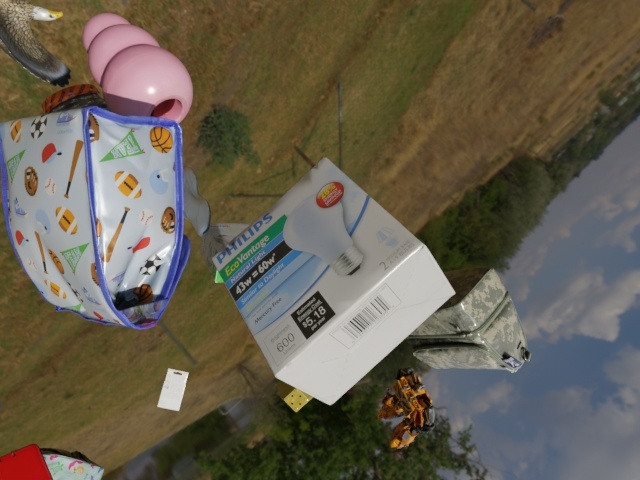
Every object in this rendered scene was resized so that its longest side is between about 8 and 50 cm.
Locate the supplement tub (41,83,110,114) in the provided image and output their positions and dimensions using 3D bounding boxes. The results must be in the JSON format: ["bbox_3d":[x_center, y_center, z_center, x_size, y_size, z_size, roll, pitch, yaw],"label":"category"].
[{"bbox_3d":[-0.655,-0.269,1.355,0.207,0.338,0.207,-26,-171,4],"label":"supplement tub"}]

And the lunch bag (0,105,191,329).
[{"bbox_3d":[-0.433,-0.037,0.887,0.238,0.327,0.386,-8,99,-55],"label":"lunch bag"}]

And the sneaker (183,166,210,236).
[{"bbox_3d":[-0.470,-0.126,1.594,0.129,0.297,0.111,-14,147,-32],"label":"sneaker"}]

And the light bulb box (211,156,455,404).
[{"bbox_3d":[0.015,0.075,0.978,0.358,0.361,0.225,-42,137,0],"label":"light bulb box"}]

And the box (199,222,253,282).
[{"bbox_3d":[-0.287,0.040,1.689,0.261,0.231,0.127,-1,120,-29],"label":"box"}]

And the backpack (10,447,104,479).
[{"bbox_3d":[-0.754,0.682,1.283,0.253,0.191,0.225,-18,136,25],"label":"backpack"}]

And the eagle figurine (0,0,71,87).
[{"bbox_3d":[-0.784,-0.558,1.186,0.226,0.224,0.299,-78,174,-61],"label":"eagle figurine"}]

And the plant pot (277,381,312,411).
[{"bbox_3d":[-0.063,0.411,1.231,0.081,0.081,0.083,-43,-175,3],"label":"plant pot"}]

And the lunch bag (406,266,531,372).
[{"bbox_3d":[0.381,0.234,1.245,0.212,0.256,0.305,-40,-170,-35],"label":"lunch bag"}]

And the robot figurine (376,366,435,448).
[{"bbox_3d":[0.272,0.546,1.476,0.084,0.211,0.291,-9,137,-21],"label":"robot figurine"}]

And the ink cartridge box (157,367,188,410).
[{"bbox_3d":[-0.426,0.430,1.329,0.029,0.062,0.115,-173,-81,-80],"label":"ink cartridge box"}]

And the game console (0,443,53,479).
[{"bbox_3d":[-0.508,0.429,0.820,0.143,0.085,0.124,-25,148,15],"label":"game console"}]

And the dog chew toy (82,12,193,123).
[{"bbox_3d":[-0.460,-0.420,1.113,0.206,0.332,0.207,-36,164,-12],"label":"dog chew toy"}]
